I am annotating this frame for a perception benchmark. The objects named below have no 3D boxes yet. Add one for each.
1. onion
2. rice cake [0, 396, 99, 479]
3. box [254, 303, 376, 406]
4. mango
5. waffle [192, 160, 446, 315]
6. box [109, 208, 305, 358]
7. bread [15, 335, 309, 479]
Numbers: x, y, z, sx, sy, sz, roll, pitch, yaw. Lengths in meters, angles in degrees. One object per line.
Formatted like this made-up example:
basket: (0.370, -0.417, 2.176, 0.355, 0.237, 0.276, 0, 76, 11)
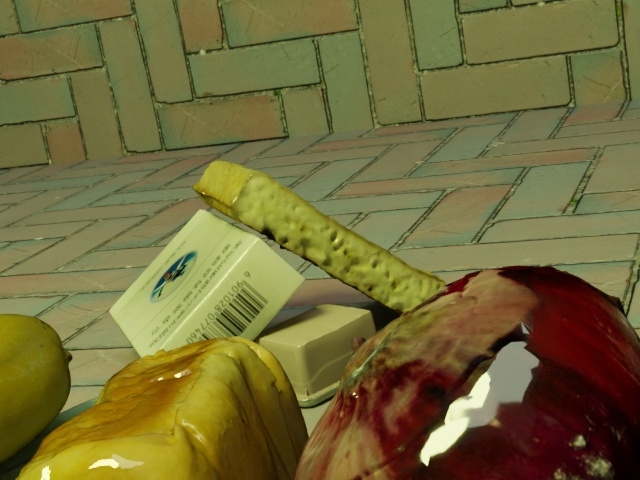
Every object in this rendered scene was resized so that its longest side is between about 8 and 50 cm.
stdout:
onion: (0.104, 0.138, 0.651, 0.252, 0.219, 0.252, -53, 2, 3)
rice cake: (-0.198, 0.184, 0.984, 0.198, 0.037, 0.189, -21, 17, -35)
box: (-0.003, 0.109, 1.093, 0.122, 0.062, 0.089, -23, 19, -39)
mango: (-0.315, 0.143, 0.926, 0.156, 0.114, 0.251, 7, 22, 29)
waffle: (0.000, 0.000, 1.191, 0.274, 0.057, 0.168, 30, -1, -20)
box: (-0.128, 0.061, 1.173, 0.164, 0.069, 0.256, -49, 19, -7)
bread: (-0.083, 0.164, 0.694, 0.132, 0.167, 0.294, -18, 6, 11)
